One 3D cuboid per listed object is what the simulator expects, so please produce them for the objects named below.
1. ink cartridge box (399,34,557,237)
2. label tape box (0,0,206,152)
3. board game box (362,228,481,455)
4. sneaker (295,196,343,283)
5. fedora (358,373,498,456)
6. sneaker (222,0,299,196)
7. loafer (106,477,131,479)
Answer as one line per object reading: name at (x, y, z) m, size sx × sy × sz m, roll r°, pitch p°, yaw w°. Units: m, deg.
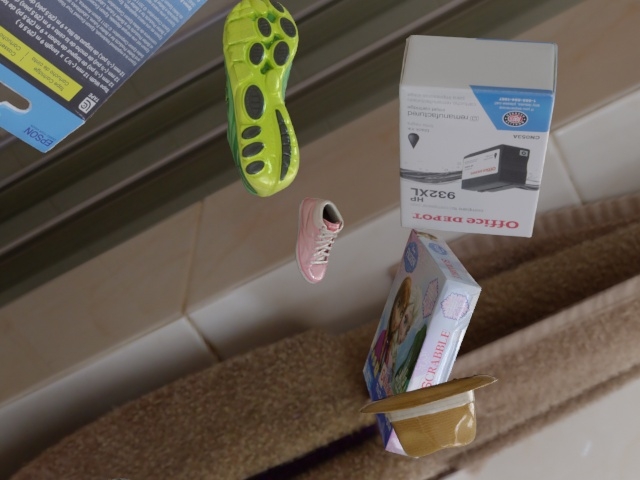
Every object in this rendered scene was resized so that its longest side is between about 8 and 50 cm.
ink cartridge box at (0.239, -0.155, 1.346) m, size 0.307 × 0.223 × 0.129 m, roll 83°, pitch 15°, yaw -49°
label tape box at (-0.316, -0.303, 1.056) m, size 0.115 × 0.347 × 0.249 m, roll 52°, pitch 7°, yaw 32°
board game box at (0.170, 0.170, 1.542) m, size 0.066 × 0.318 × 0.319 m, roll 16°, pitch 13°, yaw -9°
sneaker at (0.000, 0.000, 1.306) m, size 0.051 × 0.070 × 0.134 m, roll -2°, pitch 92°, yaw -37°
fedora at (0.141, 0.222, 1.069) m, size 0.194 × 0.194 × 0.079 m, roll 19°, pitch 55°, yaw -73°
sneaker at (-0.094, -0.202, 1.197) m, size 0.123 × 0.109 × 0.296 m, roll 145°, pitch -53°, yaw -65°
loafer at (-0.227, 0.249, 0.588) m, size 0.087 × 0.251 × 0.094 m, roll 61°, pitch -25°, yaw 9°
